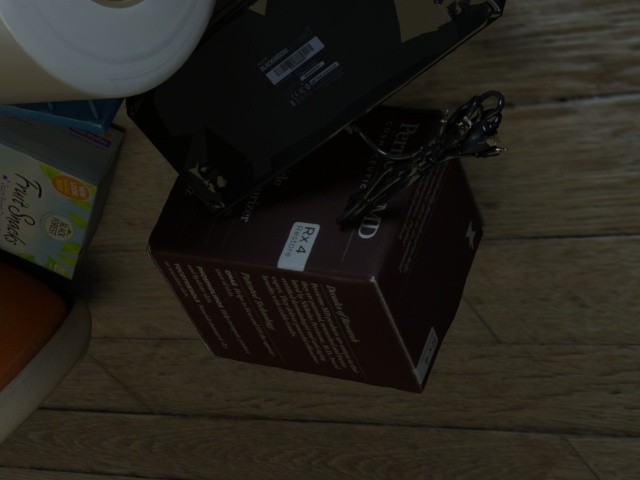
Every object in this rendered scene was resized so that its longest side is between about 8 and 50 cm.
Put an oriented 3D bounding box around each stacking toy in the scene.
[{"bbox_3d":[-0.501,0.032,1.757,0.480,0.350,0.350,50,144,-12],"label":"stacking toy"}]

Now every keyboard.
[{"bbox_3d":[0.012,-0.105,1.242,0.317,0.033,0.201,-33,102,39],"label":"keyboard"}]

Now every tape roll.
[{"bbox_3d":[-0.199,-0.209,1.110,0.169,0.246,0.246,1,145,35],"label":"tape roll"}]

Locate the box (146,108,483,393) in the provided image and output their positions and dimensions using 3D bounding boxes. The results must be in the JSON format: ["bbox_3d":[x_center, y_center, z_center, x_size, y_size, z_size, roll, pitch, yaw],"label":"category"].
[{"bbox_3d":[0.000,0.000,1.406,0.203,0.168,0.167,7,147,25],"label":"box"}]

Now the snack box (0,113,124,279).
[{"bbox_3d":[-0.285,-0.063,1.600,0.174,0.070,0.207,25,152,-4],"label":"snack box"}]

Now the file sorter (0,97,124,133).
[{"bbox_3d":[-0.229,-0.173,1.326,0.170,0.118,0.104,12,147,17],"label":"file sorter"}]
